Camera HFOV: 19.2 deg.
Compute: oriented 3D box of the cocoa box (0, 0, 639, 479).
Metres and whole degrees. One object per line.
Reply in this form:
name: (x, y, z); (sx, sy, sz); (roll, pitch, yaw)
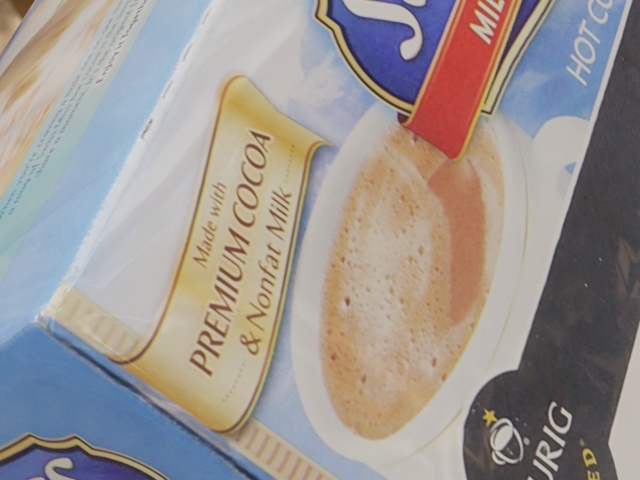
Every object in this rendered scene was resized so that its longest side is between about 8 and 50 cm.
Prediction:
cocoa box: (0.000, 0.000, 0.651); (0.231, 0.228, 0.347); (-31, 27, 45)
